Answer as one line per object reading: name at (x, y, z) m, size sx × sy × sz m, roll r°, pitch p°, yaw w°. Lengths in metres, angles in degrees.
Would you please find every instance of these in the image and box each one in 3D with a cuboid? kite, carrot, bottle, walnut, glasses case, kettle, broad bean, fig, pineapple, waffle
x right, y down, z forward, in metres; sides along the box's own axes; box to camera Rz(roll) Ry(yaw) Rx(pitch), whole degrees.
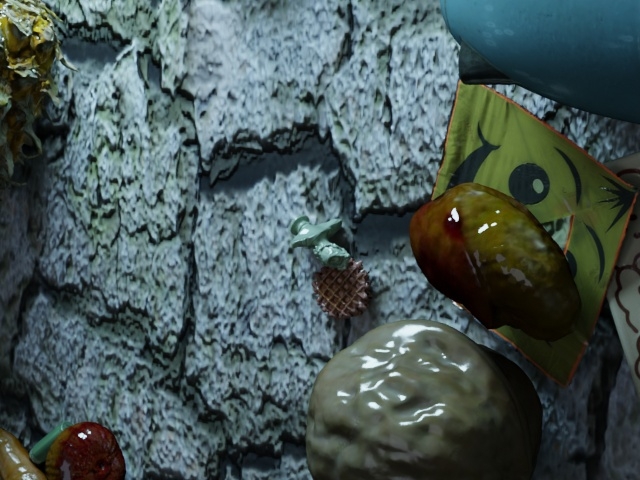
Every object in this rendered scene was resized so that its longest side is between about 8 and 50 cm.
kite at (0.233, -0.019, 1.706) m, size 0.327 × 0.013 × 0.377 m, roll -18°, pitch 87°, yaw 53°
carrot at (-0.428, 0.343, 2.211) m, size 0.072 × 0.072 × 0.205 m, roll -48°, pitch 63°, yaw 27°
bottle at (-0.385, 0.291, 2.191) m, size 0.083 × 0.030 × 0.030 m, roll -39°, pitch 74°, yaw 31°
walnut at (0.120, 0.212, 1.719) m, size 0.273 × 0.273 × 0.227 m, roll 15°, pitch 80°, yaw 31°
glasses case at (0.389, 0.066, 1.635) m, size 0.144 × 0.076 × 0.336 m, roll -21°, pitch 83°, yaw 33°
kettle at (0.294, -0.285, 1.596) m, size 0.342 × 0.247 × 0.319 m, roll 14°, pitch 72°, yaw 40°
broad bean at (0.188, 0.028, 1.665) m, size 0.228 × 0.122 × 0.156 m, roll 45°, pitch 152°, yaw 36°
fig at (-0.327, 0.319, 2.132) m, size 0.119 × 0.119 × 0.153 m, roll 63°, pitch 165°, yaw 12°
pineapple at (-0.510, -0.221, 2.046) m, size 0.352 × 0.352 × 0.300 m, roll 39°, pitch 107°, yaw 24°
waffle at (0.029, 0.060, 1.899) m, size 0.083 × 0.029 × 0.075 m, roll -14°, pitch 86°, yaw 30°

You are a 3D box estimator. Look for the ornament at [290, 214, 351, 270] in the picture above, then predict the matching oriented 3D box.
ornament at (-0.003, -0.001, 1.894) m, size 0.068 × 0.092 × 0.041 m, roll -11°, pitch 132°, yaw -2°
